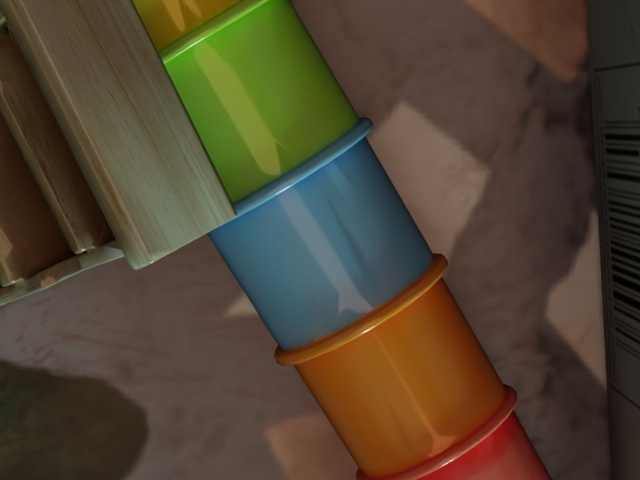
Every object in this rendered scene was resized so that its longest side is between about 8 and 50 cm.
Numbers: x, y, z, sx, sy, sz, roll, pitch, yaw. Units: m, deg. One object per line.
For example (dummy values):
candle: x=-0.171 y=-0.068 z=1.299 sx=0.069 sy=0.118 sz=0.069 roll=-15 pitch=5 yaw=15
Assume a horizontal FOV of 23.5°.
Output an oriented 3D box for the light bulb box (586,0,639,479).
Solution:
light bulb box: x=0.296 y=0.003 z=0.544 sx=0.361 sy=0.225 sz=0.357 roll=-3 pitch=95 yaw=-1

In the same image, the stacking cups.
stacking cups: x=0.000 y=0.000 z=0.604 sx=0.096 sy=0.096 sz=0.316 roll=-31 pitch=95 yaw=3

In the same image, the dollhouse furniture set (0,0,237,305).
dollhouse furniture set: x=-0.179 y=0.007 z=0.516 sx=0.242 sy=0.161 sz=0.212 roll=-30 pitch=97 yaw=-34
